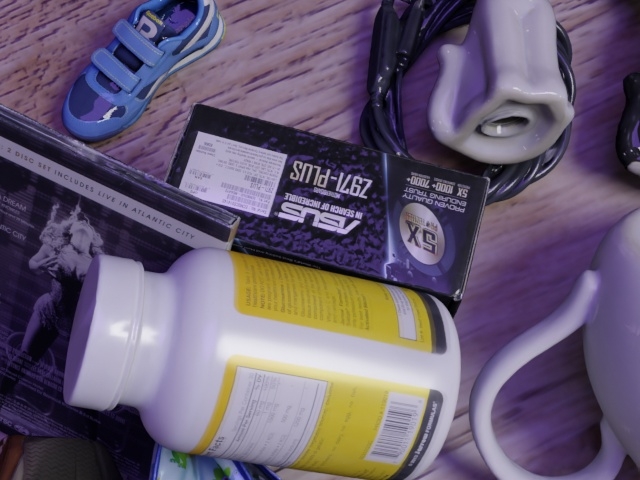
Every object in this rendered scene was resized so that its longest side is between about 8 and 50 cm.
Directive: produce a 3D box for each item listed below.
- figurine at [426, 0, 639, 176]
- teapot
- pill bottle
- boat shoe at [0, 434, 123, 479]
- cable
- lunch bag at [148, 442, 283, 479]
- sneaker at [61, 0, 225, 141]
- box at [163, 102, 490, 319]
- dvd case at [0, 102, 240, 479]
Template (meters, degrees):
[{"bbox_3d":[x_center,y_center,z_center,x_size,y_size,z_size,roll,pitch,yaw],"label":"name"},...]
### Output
[{"bbox_3d":[0.180,-0.152,0.721,0.215,0.092,0.209,7,62,-8],"label":"figurine"},{"bbox_3d":[0.260,0.092,0.610,0.252,0.187,0.256,-16,28,-39],"label":"teapot"},{"bbox_3d":[-0.030,0.061,0.539,0.184,0.103,0.103,13,70,-18],"label":"pill bottle"},{"bbox_3d":[-0.180,0.269,0.577,0.120,0.122,0.324,-7,70,27],"label":"boat shoe"},{"bbox_3d":[0.105,-0.097,0.754,0.151,0.047,0.184,7,69,-4],"label":"cable"},{"bbox_3d":[-0.060,0.171,0.610,0.096,0.129,0.151,-12,70,-9],"label":"lunch bag"},{"bbox_3d":[-0.129,-0.131,0.749,0.053,0.059,0.144,40,76,10],"label":"sneaker"},{"bbox_3d":[0.000,0.000,0.660,0.180,0.147,0.077,15,71,3],"label":"box"},{"bbox_3d":[-0.149,0.043,0.628,0.165,0.221,0.018,25,33,8],"label":"dvd case"}]
